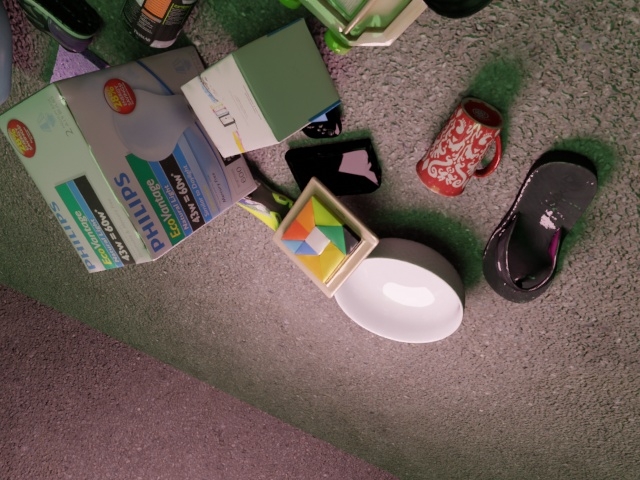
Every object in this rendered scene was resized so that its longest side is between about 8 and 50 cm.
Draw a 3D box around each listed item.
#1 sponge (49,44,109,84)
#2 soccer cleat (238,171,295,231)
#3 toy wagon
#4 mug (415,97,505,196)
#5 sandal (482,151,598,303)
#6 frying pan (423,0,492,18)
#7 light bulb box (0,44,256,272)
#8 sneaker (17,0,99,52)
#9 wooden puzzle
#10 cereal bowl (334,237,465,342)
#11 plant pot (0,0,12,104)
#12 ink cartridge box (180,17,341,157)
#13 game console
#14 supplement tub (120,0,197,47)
[{"bbox_3d":[-0.610,-0.400,1.272,0.117,0.031,0.210,37,139,-14],"label":"sponge"},{"bbox_3d":[-0.141,-0.092,1.346,0.289,0.093,0.121,40,169,-23],"label":"soccer cleat"},{"bbox_3d":[0.029,-0.481,0.823,0.344,0.068,0.267,39,139,-15],"label":"toy wagon"},{"bbox_3d":[0.288,-0.189,1.004,0.113,0.150,0.169,53,143,24],"label":"mug"},{"bbox_3d":[0.456,0.010,1.109,0.167,0.107,0.446,13,139,14],"label":"sandal"},{"bbox_3d":[0.192,-0.476,0.691,0.053,0.197,0.326,50,163,50],"label":"frying pan"},{"bbox_3d":[-0.380,-0.178,1.075,0.225,0.361,0.358,-10,113,35],"label":"light bulb box"},{"bbox_3d":[-0.629,-0.523,1.094,0.283,0.107,0.124,44,143,-21],"label":"sneaker"},{"bbox_3d":[0.000,0.000,1.226,0.221,0.044,0.239,45,127,11],"label":"wooden puzzle"},{"bbox_3d":[0.211,0.113,1.324,0.338,0.141,0.339,14,139,12],"label":"cereal bowl"},{"bbox_3d":[-0.841,-0.472,1.130,0.292,0.293,0.235,32,126,-8],"label":"plant pot"},{"bbox_3d":[-0.118,-0.280,0.970,0.232,0.171,0.168,2,126,55],"label":"ink cartridge box"},{"bbox_3d":[-0.009,-0.244,1.123,0.213,0.044,0.361,-3,132,30],"label":"game console"},{"bbox_3d":[-0.297,-0.471,0.964,0.117,0.117,0.190,39,138,-17],"label":"supplement tub"}]
